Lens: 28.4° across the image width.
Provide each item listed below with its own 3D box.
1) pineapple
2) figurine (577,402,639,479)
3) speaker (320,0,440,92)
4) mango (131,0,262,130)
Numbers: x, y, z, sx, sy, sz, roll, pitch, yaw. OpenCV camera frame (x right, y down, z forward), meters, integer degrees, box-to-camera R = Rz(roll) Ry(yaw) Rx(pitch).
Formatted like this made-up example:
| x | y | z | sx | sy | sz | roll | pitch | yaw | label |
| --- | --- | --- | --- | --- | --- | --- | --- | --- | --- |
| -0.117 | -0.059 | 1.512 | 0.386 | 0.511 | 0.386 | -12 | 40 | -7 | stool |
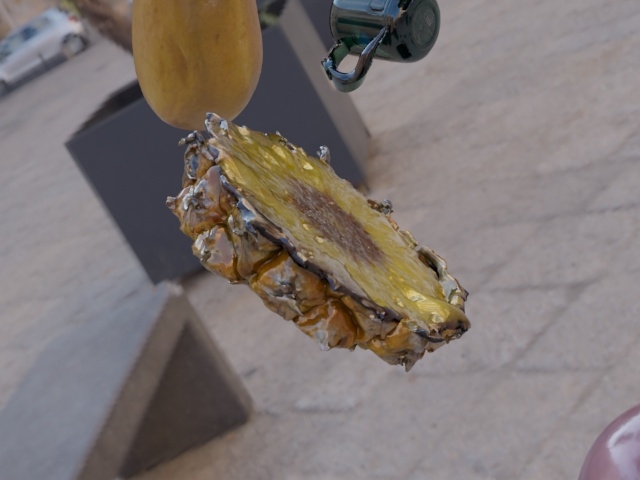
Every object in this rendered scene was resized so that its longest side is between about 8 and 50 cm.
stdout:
| x | y | z | sx | sy | sz | roll | pitch | yaw | label |
| --- | --- | --- | --- | --- | --- | --- | --- | --- | --- |
| 0.000 | 0.000 | 0.740 | 0.047 | 0.221 | 0.221 | -53 | 7 | 19 | pineapple |
| 0.255 | 0.187 | 0.866 | 0.173 | 0.173 | 0.173 | -27 | 14 | 8 | figurine |
| 0.038 | -0.156 | 0.941 | 0.075 | 0.060 | 0.094 | 13 | 43 | 37 | speaker |
| -0.109 | -0.200 | 1.147 | 0.109 | 0.227 | 0.147 | -14 | 46 | -28 | mango |
